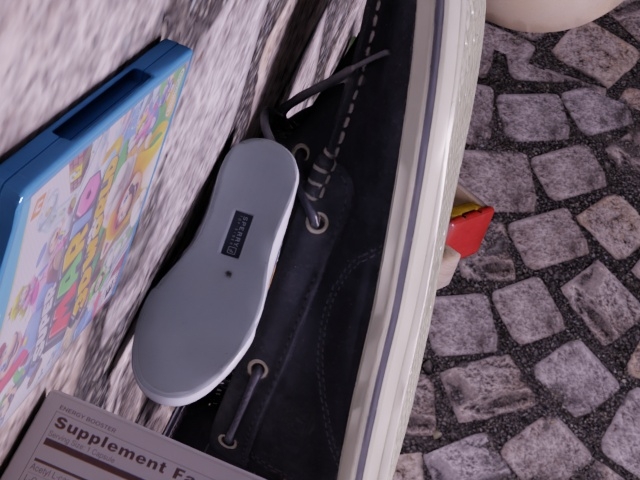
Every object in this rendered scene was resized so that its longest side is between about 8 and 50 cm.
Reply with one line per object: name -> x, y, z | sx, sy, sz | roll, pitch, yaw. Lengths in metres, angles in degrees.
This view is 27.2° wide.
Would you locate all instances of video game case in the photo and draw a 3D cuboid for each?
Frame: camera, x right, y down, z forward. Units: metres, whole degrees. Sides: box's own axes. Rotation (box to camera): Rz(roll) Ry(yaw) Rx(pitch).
video game case -> -0.091, 0.003, 0.467 | 0.166, 0.015, 0.119 | -61, 174, -65

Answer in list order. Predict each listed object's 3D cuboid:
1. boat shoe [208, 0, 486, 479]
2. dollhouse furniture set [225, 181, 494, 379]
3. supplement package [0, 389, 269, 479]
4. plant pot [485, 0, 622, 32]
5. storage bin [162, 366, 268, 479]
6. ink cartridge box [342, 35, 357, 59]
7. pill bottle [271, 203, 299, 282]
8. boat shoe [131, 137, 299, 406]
boat shoe -> 0.020, -0.045, 0.945 | 0.187, 0.156, 0.500 | -38, 140, -75
dollhouse furniture set -> 0.071, 0.077, 1.474 | 0.374, 0.152, 0.201 | -17, 136, -51
supplement package -> -0.113, 0.214, 0.569 | 0.139, 0.134, 0.244 | 110, 4, -57
plant pot -> 0.214, -0.376, 1.360 | 0.256, 0.256, 0.274 | -67, 161, -1
storage bin -> -0.089, 0.212, 1.206 | 0.084, 0.122, 0.180 | 110, 4, -50
ink cartridge box -> 0.038, -0.141, 1.378 | 0.209, 0.062, 0.109 | 95, 18, -81
pill bottle -> 0.000, 0.000, 1.166 | 0.219, 0.123, 0.122 | -52, 165, -81
boat shoe -> -0.060, 0.031, 0.802 | 0.083, 0.065, 0.183 | 107, 6, -59
